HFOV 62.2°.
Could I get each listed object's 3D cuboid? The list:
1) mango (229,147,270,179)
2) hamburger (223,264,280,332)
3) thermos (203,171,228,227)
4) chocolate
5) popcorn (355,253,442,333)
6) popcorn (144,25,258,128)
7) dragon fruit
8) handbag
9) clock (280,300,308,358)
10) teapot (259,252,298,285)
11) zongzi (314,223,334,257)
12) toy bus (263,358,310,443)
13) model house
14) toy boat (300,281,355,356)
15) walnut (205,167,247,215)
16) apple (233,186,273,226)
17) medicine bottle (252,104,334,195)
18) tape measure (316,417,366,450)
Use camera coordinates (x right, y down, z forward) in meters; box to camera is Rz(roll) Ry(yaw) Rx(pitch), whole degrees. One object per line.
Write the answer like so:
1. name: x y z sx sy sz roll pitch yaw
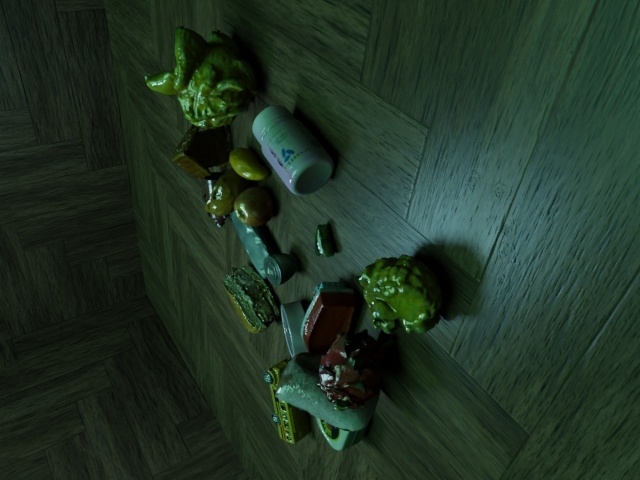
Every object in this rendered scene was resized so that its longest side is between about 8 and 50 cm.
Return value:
1. mango: -0.258 -0.266 1.868 0.190 0.098 0.075 44 151 30
2. hamburger: -0.276 0.246 2.153 0.282 0.155 0.245 23 133 59
3. thermos: -0.426 -0.160 2.214 0.124 0.099 0.232 31 131 47
4. chocolate: 0.027 0.440 1.600 0.303 0.185 0.100 22 135 12
5. popcorn: 0.190 0.133 1.267 0.218 0.169 0.189 5 110 65
6. popcorn: -0.366 -0.510 1.683 0.290 0.321 0.326 52 164 31
7. dragon fruit: 0.097 0.350 1.488 0.192 0.274 0.193 36 160 -13
8. handbag: -0.262 -0.015 2.055 0.332 0.075 0.191 58 152 16
9. clock: -0.088 0.317 1.889 0.197 0.068 0.197 168 90 -79
10. teapot: -0.138 0.103 1.872 0.111 0.108 0.149 57 144 19
11. zongzi: 0.000 0.000 1.645 0.113 0.052 0.104 -178 79 -73
12. toy bus: -0.130 0.659 2.175 0.123 0.121 0.336 14 119 46
13. model house: -0.469 -0.347 2.052 0.199 0.229 0.220 11 115 51
14. toy boat: 0.013 0.250 1.680 0.332 0.145 0.133 106 160 -43
15. walnut: -0.330 -0.162 1.946 0.087 0.167 0.211 39 120 10
16. apple: -0.237 -0.119 1.882 0.146 0.131 0.146 34 135 42
17. medicine bottle: -0.083 -0.262 1.520 0.254 0.152 0.152 55 147 26
18. tape measure: 0.060 0.585 1.820 0.235 0.115 0.207 48 139 41
